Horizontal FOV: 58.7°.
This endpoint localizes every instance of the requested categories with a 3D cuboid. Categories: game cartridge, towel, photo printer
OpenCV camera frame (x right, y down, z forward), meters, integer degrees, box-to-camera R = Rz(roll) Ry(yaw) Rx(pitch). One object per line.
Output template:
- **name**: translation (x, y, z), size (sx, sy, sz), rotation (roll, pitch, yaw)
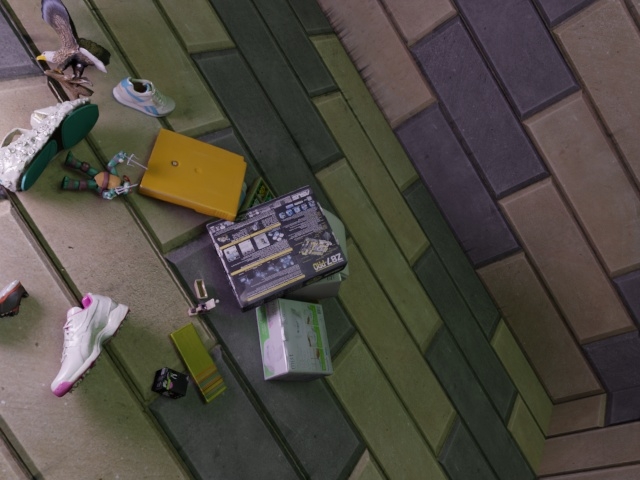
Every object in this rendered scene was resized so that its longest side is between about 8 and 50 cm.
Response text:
- **game cartridge**: translation (-0.424, -0.224, 1.941), size (0.324, 0.052, 0.285), rotation (19, 50, -17)
- **towel**: translation (-0.373, 0.372, 1.739), size (0.237, 0.021, 0.102), rotation (61, 30, 1)
- **photo printer**: translation (0.000, 0.000, 2.365), size (0.256, 0.107, 0.307), rotation (25, 50, -40)

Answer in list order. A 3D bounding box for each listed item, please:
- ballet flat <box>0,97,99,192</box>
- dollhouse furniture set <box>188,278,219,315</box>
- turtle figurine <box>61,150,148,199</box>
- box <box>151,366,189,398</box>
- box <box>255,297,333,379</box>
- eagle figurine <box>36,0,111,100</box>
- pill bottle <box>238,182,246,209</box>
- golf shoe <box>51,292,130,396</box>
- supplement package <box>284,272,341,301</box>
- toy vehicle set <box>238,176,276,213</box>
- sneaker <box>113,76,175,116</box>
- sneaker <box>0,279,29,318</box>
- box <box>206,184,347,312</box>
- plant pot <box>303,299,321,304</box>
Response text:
- **ballet flat**: translation (-0.778, -0.298, 1.592), size (0.147, 0.147, 0.409), rotation (45, 39, -22)
- **dollhouse furniture set**: translation (-0.375, 0.172, 1.811), size (0.091, 0.081, 0.114), rotation (-1, 69, -51)
- **turtle figurine**: translation (-0.637, -0.180, 1.694), size (0.234, 0.118, 0.175), rotation (11, 50, -32)
- **box**: translation (-0.426, 0.407, 1.620), size (0.083, 0.052, 0.062), rotation (35, 45, -34)
- **box**: translation (-0.090, 0.353, 2.005), size (0.231, 0.127, 0.262), rotation (14, 57, -45)
- **eagle figurine**: translation (-0.764, -0.593, 1.753), size (0.225, 0.226, 0.298), rotation (11, 62, -24)
- **pill bottle**: translation (-0.325, -0.153, 2.083), size (0.087, 0.087, 0.160), rotation (44, 39, -23)
- **golf shoe**: translation (-0.614, 0.258, 1.455), size (0.140, 0.115, 0.306), rotation (38, 35, -14)
- **supplement package**: translation (-0.042, 0.124, 2.086), size (0.203, 0.194, 0.149), rotation (-8, 68, -7)
- **toy vehicle set**: translation (-0.235, -0.098, 2.168), size (0.166, 0.035, 0.267), rotation (56, 34, -33)
- **sneaker**: translation (-0.593, -0.497, 1.975), size (0.229, 0.092, 0.087), rotation (6, 61, -50)
- **sneaker**: translation (-0.758, 0.164, 1.368), size (0.065, 0.061, 0.158), rotation (52, 37, -24)
- **box**: translation (-0.149, 0.023, 1.953), size (0.395, 0.097, 0.318), rotation (-23, 73, -14)
- **plant pot**: translation (-0.038, 0.206, 2.211), size (0.083, 0.081, 0.081), rotation (50, 37, -4)
